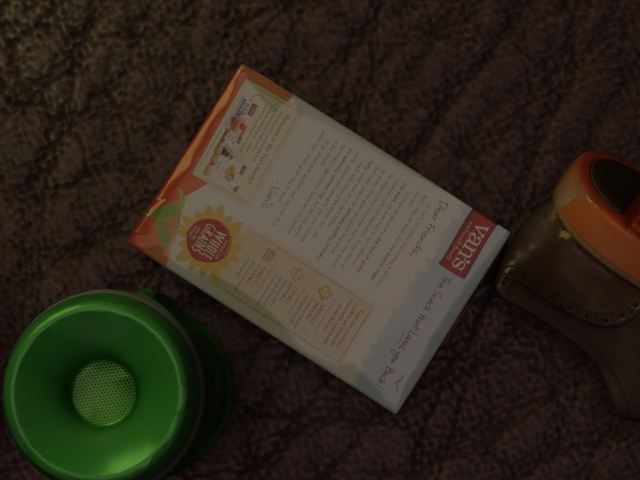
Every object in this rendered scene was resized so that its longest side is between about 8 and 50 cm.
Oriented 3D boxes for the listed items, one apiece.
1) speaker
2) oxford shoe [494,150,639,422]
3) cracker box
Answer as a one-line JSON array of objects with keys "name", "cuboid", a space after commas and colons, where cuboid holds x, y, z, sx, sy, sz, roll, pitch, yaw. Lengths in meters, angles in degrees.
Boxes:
[{"name": "speaker", "cuboid": [-0.127, 0.099, 1.217, 0.131, 0.296, 0.131, 0, 86, 1]}, {"name": "oxford shoe", "cuboid": [0.290, 0.090, 1.315, 0.363, 0.130, 0.133, 39, 120, -3]}, {"name": "cracker box", "cuboid": [0.000, 0.000, 1.337, 0.232, 0.067, 0.156, 33, 88, 5]}]
